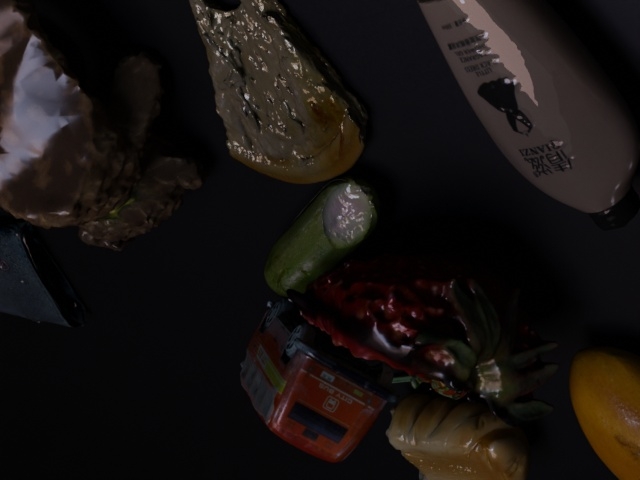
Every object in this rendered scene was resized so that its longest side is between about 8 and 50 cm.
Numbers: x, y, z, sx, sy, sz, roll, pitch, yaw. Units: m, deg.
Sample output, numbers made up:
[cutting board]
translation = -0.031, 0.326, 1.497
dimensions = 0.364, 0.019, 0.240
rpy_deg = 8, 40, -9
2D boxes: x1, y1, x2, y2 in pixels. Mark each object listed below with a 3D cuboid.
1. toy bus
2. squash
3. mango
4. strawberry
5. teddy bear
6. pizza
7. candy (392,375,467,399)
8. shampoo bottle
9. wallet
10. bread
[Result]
[toy bus]
translation = -0.016, 0.147, 1.393
dimensions = 0.121, 0.119, 0.265
rpy_deg = 30, -179, -15
[squash]
translation = 0.000, 0.000, 1.334
dimensions = 0.069, 0.069, 0.239
rpy_deg = 37, 147, -4
[mango]
translation = 0.331, 0.184, 1.248
dimensions = 0.219, 0.112, 0.145
rpy_deg = 42, 148, 11
[strawberry]
translation = 0.085, 0.060, 1.273
dimensions = 0.233, 0.137, 0.306
rpy_deg = 23, -178, -36
[teddy bear]
translation = -0.267, -0.123, 1.327
dimensions = 0.246, 0.222, 0.296
rpy_deg = -37, 96, 14
[pizza]
translation = -0.046, -0.150, 1.217
dimensions = 0.181, 0.034, 0.262
rpy_deg = 10, 139, 34
[candy]
translation = 0.109, 0.158, 1.473
dimensions = 0.185, 0.049, 0.055
rpy_deg = -16, 92, 57
[shampoo bottle]
translation = 0.178, -0.111, 1.030
dimensions = 0.127, 0.078, 0.257
rpy_deg = -14, 125, 48
[wallet]
translation = -0.514, 0.033, 1.842
dimensions = 0.379, 0.046, 0.190
rpy_deg = 7, 139, 34
[bread]
translation = 0.159, 0.231, 1.470
dimensions = 0.177, 0.084, 0.119
rpy_deg = 5, 138, 37
